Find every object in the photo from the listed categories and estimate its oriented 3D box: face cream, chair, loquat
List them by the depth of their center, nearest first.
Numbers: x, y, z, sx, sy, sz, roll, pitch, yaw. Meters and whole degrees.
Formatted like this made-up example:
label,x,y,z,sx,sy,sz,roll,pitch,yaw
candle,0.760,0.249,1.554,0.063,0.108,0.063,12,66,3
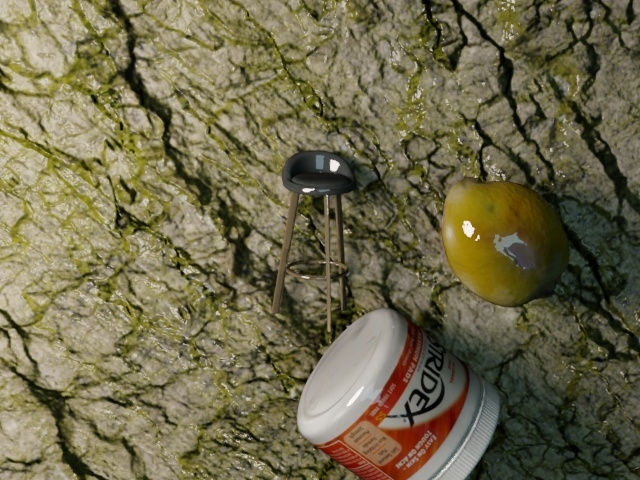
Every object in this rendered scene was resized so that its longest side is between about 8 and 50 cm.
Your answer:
label,x,y,z,sx,sy,sz,roll,pitch,yaw
chair,0.000,0.000,1.488,0.104,0.095,0.221,-4,102,-19
face cream,0.097,0.214,1.493,0.187,0.201,0.201,38,94,-14
loquat,0.234,-0.001,1.501,0.152,0.152,0.195,-44,96,2
